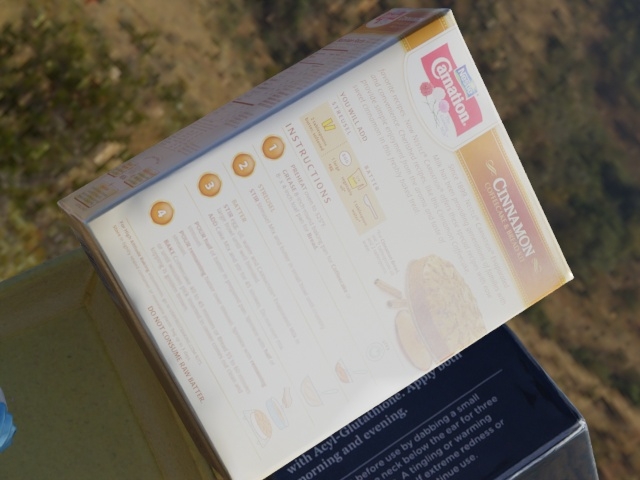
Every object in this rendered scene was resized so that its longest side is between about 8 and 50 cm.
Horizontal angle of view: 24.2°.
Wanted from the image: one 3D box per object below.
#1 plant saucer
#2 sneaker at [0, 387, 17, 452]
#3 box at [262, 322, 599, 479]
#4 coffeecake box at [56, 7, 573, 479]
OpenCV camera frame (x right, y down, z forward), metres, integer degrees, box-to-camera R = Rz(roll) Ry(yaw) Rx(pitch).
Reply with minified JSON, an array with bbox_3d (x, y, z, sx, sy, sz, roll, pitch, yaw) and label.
[{"bbox_3d":[-0.257,0.211,1.233,0.081,0.333,0.333,-127,-167,-86],"label":"plant saucer"},{"bbox_3d":[-0.194,0.038,0.457,0.087,0.229,0.092,-27,116,-58],"label":"sneaker"},{"bbox_3d":[0.030,0.115,1.214,0.395,0.212,0.293,53,-6,32],"label":"box"},{"bbox_3d":[0.000,0.000,0.674,0.142,0.185,0.068,63,-13,-18],"label":"coffeecake box"}]
